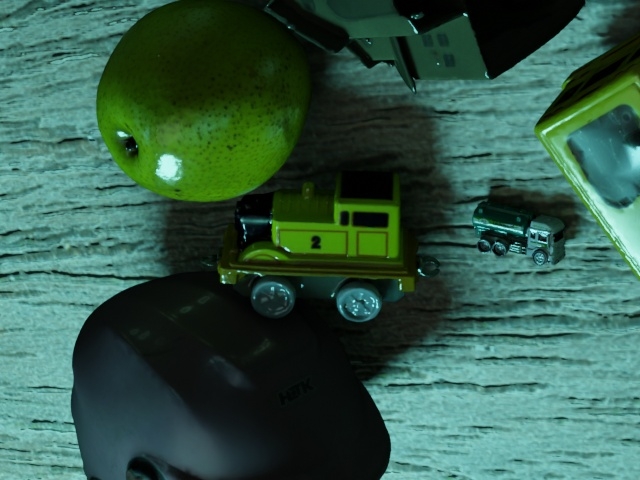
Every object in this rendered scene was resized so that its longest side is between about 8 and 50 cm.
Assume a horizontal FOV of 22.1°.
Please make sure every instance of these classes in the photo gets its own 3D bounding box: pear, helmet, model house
[{"bbox_3d":[-0.102,-0.127,1.447,0.198,0.198,0.198,17,126,24],"label":"pear"},{"bbox_3d":[-0.100,0.134,1.567,0.338,0.271,0.197,7,114,51],"label":"helmet"},{"bbox_3d":[0.042,-0.227,1.302,0.243,0.204,0.211,7,123,50],"label":"model house"}]

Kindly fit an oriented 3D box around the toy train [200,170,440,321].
[{"bbox_3d":[0.000,0.000,1.489,0.219,0.089,0.127,2,120,2],"label":"toy train"}]

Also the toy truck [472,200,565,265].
[{"bbox_3d":[0.175,-0.007,1.446,0.083,0.039,0.044,13,111,28],"label":"toy truck"}]

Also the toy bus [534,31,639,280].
[{"bbox_3d":[0.315,-0.005,1.278,0.145,0.151,0.331,-31,98,40],"label":"toy bus"}]
